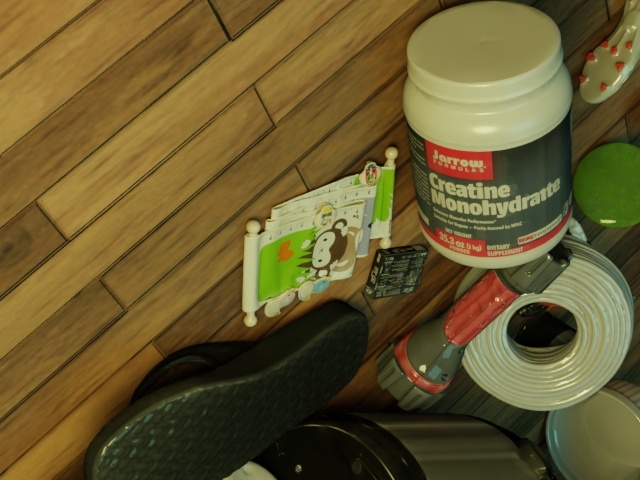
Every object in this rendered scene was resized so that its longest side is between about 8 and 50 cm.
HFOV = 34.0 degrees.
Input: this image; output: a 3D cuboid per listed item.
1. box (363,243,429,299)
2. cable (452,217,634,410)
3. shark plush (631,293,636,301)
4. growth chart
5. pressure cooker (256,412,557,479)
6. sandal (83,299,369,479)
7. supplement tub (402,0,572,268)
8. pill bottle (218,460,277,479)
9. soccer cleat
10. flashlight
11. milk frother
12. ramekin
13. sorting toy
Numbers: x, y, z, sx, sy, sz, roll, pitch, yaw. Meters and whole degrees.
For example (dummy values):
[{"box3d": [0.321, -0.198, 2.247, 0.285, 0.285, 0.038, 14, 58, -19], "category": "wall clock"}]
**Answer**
[{"box3d": [0.101, 0.041, 1.381, 0.083, 0.018, 0.067, -7, 122, -40], "category": "box"}, {"box3d": [0.315, 0.117, 1.480, 0.257, 0.089, 0.257, -40, 102, 17], "category": "cable"}, {"box3d": [0.498, 0.167, 1.802, 0.161, 0.067, 0.073, -52, 139, -1], "category": "shark plush"}, {"box3d": [0.000, 0.000, 1.259, 0.237, 0.021, 0.172, -28, 134, -26], "category": "growth chart"}, {"box3d": [0.136, 0.409, 1.403, 0.420, 0.370, 0.375, 10, 110, -46], "category": "pressure cooker"}, {"box3d": [-0.114, 0.185, 1.236, 0.446, 0.107, 0.167, -21, 130, -48], "category": "sandal"}, {"box3d": [0.198, -0.119, 1.227, 0.191, 0.191, 0.272, -34, 136, -21], "category": "supplement tub"}, {"box3d": [-0.141, 0.373, 1.288, 0.215, 0.117, 0.117, -45, 143, 23], "category": "pill bottle"}, {"box3d": [0.422, -0.271, 1.429, 0.076, 0.068, 0.196, 18, 101, -51], "category": "soccer cleat"}, {"box3d": [0.199, 0.103, 1.382, 0.103, 0.103, 0.304, 12, 131, -42], "category": "flashlight"}, {"box3d": [0.377, 0.155, 1.629, 0.143, 0.135, 0.129, 19, 103, -48], "category": "milk frother"}, {"box3d": [0.512, 0.341, 1.841, 0.109, 0.207, 0.207, -18, 129, -45], "category": "ramekin"}, {"box3d": [0.431, -0.053, 1.581, 0.365, 0.127, 0.126, -53, 164, 1], "category": "sorting toy"}]
